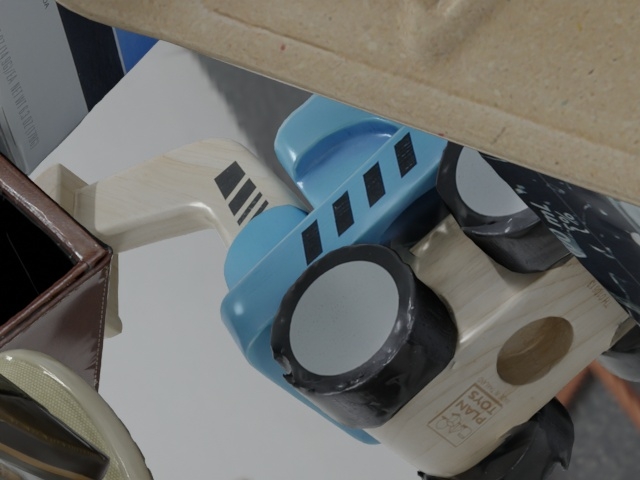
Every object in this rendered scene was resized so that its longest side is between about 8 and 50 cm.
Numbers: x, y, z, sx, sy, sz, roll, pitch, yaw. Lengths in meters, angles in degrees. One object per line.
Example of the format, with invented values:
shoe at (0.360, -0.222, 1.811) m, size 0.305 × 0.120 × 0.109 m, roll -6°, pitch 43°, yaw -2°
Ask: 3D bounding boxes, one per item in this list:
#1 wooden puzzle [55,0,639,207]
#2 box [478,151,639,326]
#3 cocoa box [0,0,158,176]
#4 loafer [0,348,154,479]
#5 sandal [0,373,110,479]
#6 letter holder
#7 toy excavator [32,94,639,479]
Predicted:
wooden puzzle at (0.114, -0.161, 0.384) m, size 0.348 × 0.080 × 0.322 m, roll 19°, pitch 113°, yaw 19°
box at (0.394, -0.040, 0.915) m, size 0.472 × 0.297 × 0.480 m, roll 14°, pitch 156°, yaw 52°
cocoa box at (-0.266, -0.241, 1.123) m, size 0.347 × 0.228 × 0.231 m, roll 23°, pitch 147°, yaw 28°
loafer at (-0.113, 0.169, 0.748) m, size 0.102 × 0.092 × 0.268 m, roll -44°, pitch 60°, yaw 44°
sandal at (-0.126, 0.078, 0.630) m, size 0.090 × 0.060 × 0.219 m, roll 35°, pitch 164°, yaw 1°
letter holder at (-0.261, 0.095, 1.097) m, size 0.152 × 0.214 × 0.302 m, roll 41°, pitch 153°, yaw 14°
toy excavator at (0.000, 0.000, 1.282) m, size 0.433 × 0.222 × 0.445 m, roll -43°, pitch 44°, yaw 9°
